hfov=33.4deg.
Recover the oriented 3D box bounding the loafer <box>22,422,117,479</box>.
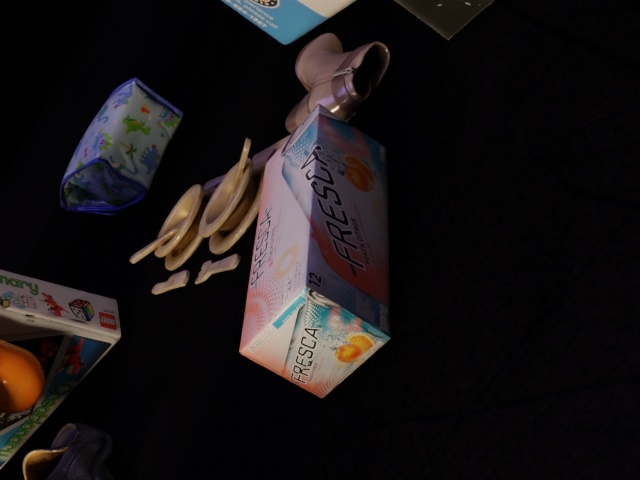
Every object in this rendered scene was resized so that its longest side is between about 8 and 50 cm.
[{"bbox_3d":[-0.194,0.173,0.812,0.062,0.061,0.170,-60,20,-2],"label":"loafer"}]

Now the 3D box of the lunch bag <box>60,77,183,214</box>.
[{"bbox_3d":[-0.250,-0.104,1.290,0.151,0.096,0.129,-17,44,47],"label":"lunch bag"}]

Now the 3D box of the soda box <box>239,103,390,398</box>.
[{"bbox_3d":[0.000,0.000,0.623,0.063,0.058,0.183,-46,24,30],"label":"soda box"}]

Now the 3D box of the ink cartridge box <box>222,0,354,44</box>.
[{"bbox_3d":[-0.020,-0.350,0.844,0.395,0.285,0.166,-16,45,60],"label":"ink cartridge box"}]

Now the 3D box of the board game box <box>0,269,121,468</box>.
[{"bbox_3d":[-0.354,0.140,1.033,0.305,0.193,0.053,-45,43,31],"label":"board game box"}]

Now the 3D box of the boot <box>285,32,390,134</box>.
[{"bbox_3d":[0.018,-0.127,0.799,0.087,0.042,0.118,-24,40,46],"label":"boot"}]

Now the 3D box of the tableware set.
[{"bbox_3d":[-0.101,-0.025,0.915,0.194,0.039,0.128,-19,43,59],"label":"tableware set"}]

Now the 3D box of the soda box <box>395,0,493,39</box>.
[{"bbox_3d":[0.113,-0.198,0.644,0.169,0.060,0.053,-37,28,44],"label":"soda box"}]

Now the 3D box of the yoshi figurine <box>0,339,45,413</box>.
[{"bbox_3d":[-0.313,0.249,0.823,0.362,0.203,0.204,-85,2,-51],"label":"yoshi figurine"}]
